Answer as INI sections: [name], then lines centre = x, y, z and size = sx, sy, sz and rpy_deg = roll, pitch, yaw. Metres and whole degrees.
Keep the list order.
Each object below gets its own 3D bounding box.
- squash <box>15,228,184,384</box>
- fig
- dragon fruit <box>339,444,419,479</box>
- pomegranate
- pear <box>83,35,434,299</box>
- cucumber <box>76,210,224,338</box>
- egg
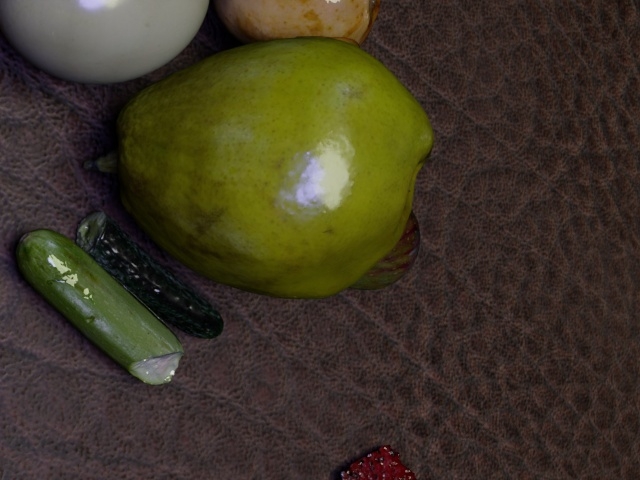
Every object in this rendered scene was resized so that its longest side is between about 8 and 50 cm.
[squash]
centre = -0.233, 0.075, 1.361
size = 0.239, 0.069, 0.069
rpy_deg = 46, 61, -29
[fig]
centre = 0.000, 0.000, 1.526
size = 0.245, 0.149, 0.149
rpy_deg = -14, 97, -27
[dragon fruit]
centre = 0.063, 0.330, 1.618
size = 0.131, 0.063, 0.097
rpy_deg = -21, 69, -38
[pomegranate]
centre = -0.026, -0.291, 1.459
size = 0.207, 0.207, 0.207
rpy_deg = 2, 87, -40
[pear]
centre = -0.068, -0.077, 1.361
size = 0.375, 0.287, 0.287
rpy_deg = 2, 90, 5
[cucumber]
centre = -0.183, 0.050, 1.416
size = 0.215, 0.052, 0.058
rpy_deg = 43, 28, -32
[egg]
centre = -0.221, -0.254, 1.306
size = 0.242, 0.186, 0.186
rpy_deg = -18, 100, -48
